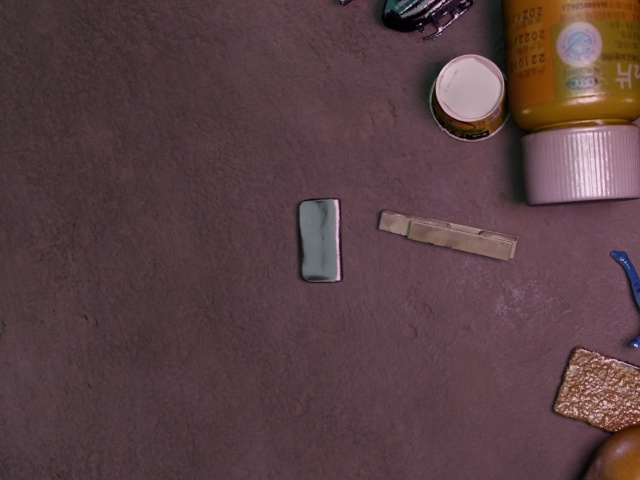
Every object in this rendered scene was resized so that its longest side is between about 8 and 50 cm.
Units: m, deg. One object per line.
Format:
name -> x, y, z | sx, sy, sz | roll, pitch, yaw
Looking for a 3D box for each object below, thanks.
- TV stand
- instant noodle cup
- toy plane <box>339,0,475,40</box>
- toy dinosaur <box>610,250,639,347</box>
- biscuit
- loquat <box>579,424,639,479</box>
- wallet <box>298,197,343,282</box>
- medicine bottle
TV stand -> 0.227, -0.011, 1.591 | 0.249, 0.042, 0.036 | 13, 112, 10
instant noodle cup -> 0.262, -0.254, 1.543 | 0.151, 0.122, 0.151 | 0, 88, 8
toy plane -> 0.223, -0.490, 1.564 | 0.381, 0.106, 0.155 | -39, 73, 12
toy dinosaur -> 0.617, 0.152, 1.516 | 0.329, 0.076, 0.144 | 30, 88, 18
biscuit -> 0.534, 0.277, 1.551 | 0.231, 0.025, 0.131 | 19, 94, 7
loquat -> 0.528, 0.413, 1.477 | 0.179, 0.179, 0.227 | 31, 112, 7
wallet -> 0.000, 0.000, 1.635 | 0.082, 0.018, 0.157 | -3, 90, 8
medicine bottle -> 0.420, -0.253, 1.467 | 0.224, 0.224, 0.384 | -3, 90, 9
